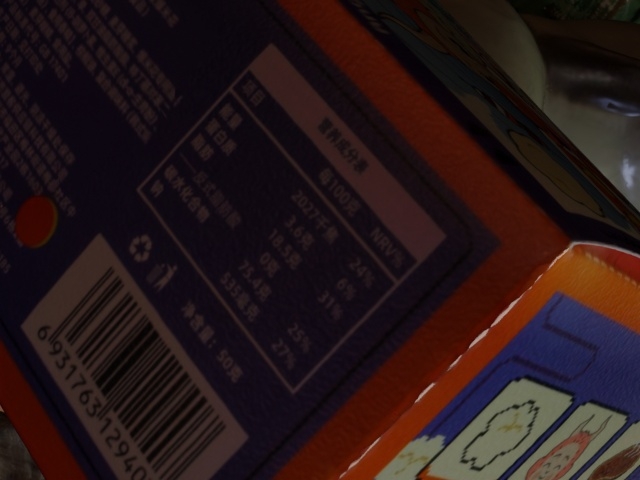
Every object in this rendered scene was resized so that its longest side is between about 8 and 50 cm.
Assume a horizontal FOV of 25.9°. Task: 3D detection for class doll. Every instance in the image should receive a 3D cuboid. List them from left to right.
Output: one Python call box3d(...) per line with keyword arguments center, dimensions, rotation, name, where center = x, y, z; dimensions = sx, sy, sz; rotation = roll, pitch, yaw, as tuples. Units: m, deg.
box3d(center=(0.159, -0.085, 1.075), dimensions=(0.370, 0.226, 0.215), rotation=(3, 146, -21), name="doll")

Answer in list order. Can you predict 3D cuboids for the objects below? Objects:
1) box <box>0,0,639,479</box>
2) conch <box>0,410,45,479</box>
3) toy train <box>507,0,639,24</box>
box3d(center=(0.000, 0.000, 0.730), dimensions=(0.257, 0.349, 0.318), rotation=(-48, 148, 13), name="box")
box3d(center=(-0.286, 0.200, 1.045), dimensions=(0.178, 0.163, 0.245), rotation=(-23, -171, -19), name="conch")
box3d(center=(0.265, -0.256, 1.289), dimensions=(0.326, 0.159, 0.129), rotation=(-29, 161, -51), name="toy train")
